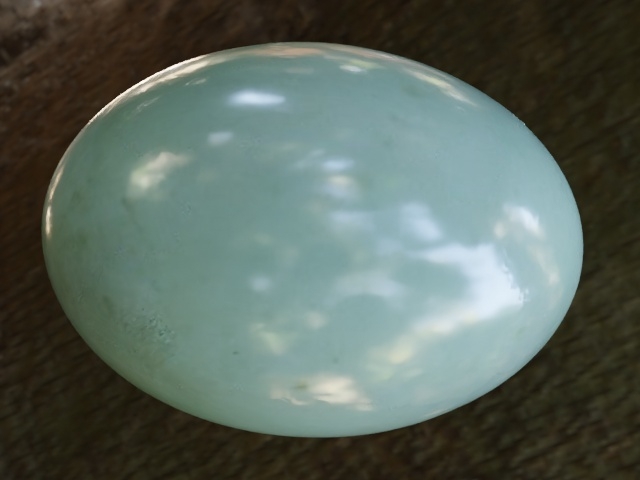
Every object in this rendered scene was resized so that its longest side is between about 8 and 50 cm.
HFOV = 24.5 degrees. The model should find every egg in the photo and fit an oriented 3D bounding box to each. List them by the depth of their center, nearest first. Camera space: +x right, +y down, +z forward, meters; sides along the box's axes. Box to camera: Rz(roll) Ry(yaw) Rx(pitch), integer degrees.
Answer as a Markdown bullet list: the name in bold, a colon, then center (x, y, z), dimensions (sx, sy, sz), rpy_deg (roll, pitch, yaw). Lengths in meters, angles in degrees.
- **egg**: center (0.000, 0.000, 1.036), dimensions (0.389, 0.276, 0.276), rpy_deg (5, 59, -18)
